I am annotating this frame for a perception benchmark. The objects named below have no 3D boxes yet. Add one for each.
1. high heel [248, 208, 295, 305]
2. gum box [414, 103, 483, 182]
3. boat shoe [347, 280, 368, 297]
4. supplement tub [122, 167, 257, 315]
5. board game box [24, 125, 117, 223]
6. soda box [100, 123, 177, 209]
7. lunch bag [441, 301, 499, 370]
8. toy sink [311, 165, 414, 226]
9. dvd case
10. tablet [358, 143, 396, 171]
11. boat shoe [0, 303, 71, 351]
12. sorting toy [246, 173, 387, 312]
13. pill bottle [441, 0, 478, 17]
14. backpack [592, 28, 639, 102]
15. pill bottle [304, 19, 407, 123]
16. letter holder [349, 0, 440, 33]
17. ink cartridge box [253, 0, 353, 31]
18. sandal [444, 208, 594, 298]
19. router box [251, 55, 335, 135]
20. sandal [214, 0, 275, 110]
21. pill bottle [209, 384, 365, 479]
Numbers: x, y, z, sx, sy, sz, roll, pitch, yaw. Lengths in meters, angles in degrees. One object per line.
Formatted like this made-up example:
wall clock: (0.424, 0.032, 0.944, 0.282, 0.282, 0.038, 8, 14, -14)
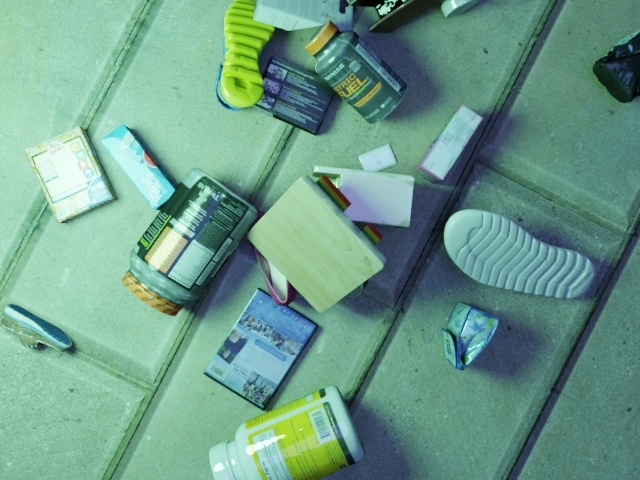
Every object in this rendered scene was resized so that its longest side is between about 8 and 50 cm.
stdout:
high heel: (-0.122, 0.040, 1.548, 0.082, 0.117, 0.243, -15, 91, -1)
gum box: (0.312, -0.236, 1.571, 0.062, 0.107, 0.188, 34, 89, -2)
boat shoe: (0.021, 0.044, 1.582, 0.228, 0.069, 0.081, 43, 128, 2)
supplement tub: (-0.308, 0.006, 1.503, 0.194, 0.193, 0.316, 36, 89, -2)
board game box: (-0.604, -0.158, 1.563, 0.147, 0.045, 0.193, -24, 91, -2)
soda box: (-0.433, -0.175, 1.560, 0.071, 0.067, 0.210, -38, 92, -2)
lunch bag: (0.349, 0.233, 1.563, 0.096, 0.129, 0.151, 22, 91, -1)
toy sink: (0.090, -0.097, 1.540, 0.234, 0.153, 0.131, 6, 90, -3)
dvd case: (-0.147, 0.269, 1.596, 0.180, 0.022, 0.253, 33, 89, -3)
tablet: (0.143, -0.202, 1.614, 0.083, 0.006, 0.054, -22, 91, -2)
boat shoe: (-0.688, 0.225, 1.557, 0.183, 0.066, 0.066, 30, 94, 8)
sorting toy: (0.000, 0.000, 1.457, 0.257, 0.255, 0.089, 47, 45, -2)
pill bottle: (0.301, -0.656, 1.565, 0.118, 0.117, 0.208, -25, 91, -2)
backpack: (0.773, -0.446, 1.587, 0.182, 0.115, 0.152, -44, 103, -3)
pill bottle: (0.078, -0.401, 1.520, 0.246, 0.130, 0.130, 41, 89, -18)
letter holder: (0.197, -0.606, 1.443, 0.302, 0.214, 0.151, -23, 92, 36)
ink cartridge box: (-0.039, -0.585, 1.558, 0.233, 0.066, 0.188, 13, 63, -22)
sandal: (0.475, 0.041, 1.590, 0.417, 0.102, 0.169, 23, 104, -15)
router box: (-0.065, -0.354, 1.585, 0.179, 0.046, 0.133, 24, 89, -3)
sandal: (-0.193, -0.438, 1.541, 0.126, 0.138, 0.317, 16, 69, -18)
pill bottle: (-0.080, 0.488, 1.517, 0.334, 0.188, 0.187, -23, 91, -2)
